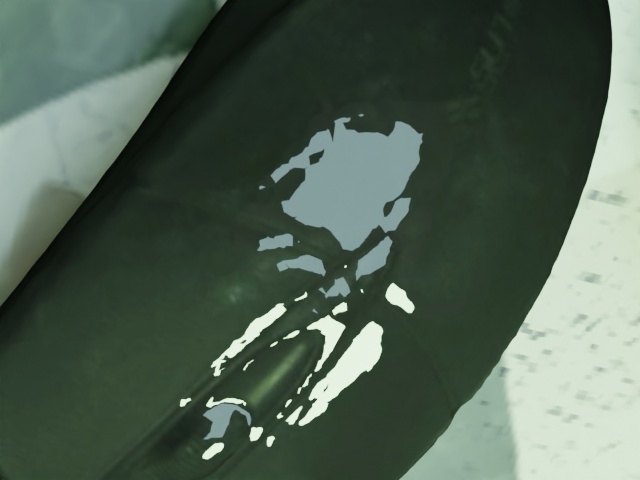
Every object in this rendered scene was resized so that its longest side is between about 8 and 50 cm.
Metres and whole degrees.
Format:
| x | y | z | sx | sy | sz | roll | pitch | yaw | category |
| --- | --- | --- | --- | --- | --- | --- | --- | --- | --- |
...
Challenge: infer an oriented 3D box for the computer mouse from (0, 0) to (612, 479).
| x | y | z | sx | sy | sz | roll | pitch | yaw | category |
| --- | --- | --- | --- | --- | --- | --- | --- | --- | --- |
| 0.000 | 0.000 | 0.502 | 0.137 | 0.086 | 0.269 | 35 | 93 | -18 | computer mouse |
